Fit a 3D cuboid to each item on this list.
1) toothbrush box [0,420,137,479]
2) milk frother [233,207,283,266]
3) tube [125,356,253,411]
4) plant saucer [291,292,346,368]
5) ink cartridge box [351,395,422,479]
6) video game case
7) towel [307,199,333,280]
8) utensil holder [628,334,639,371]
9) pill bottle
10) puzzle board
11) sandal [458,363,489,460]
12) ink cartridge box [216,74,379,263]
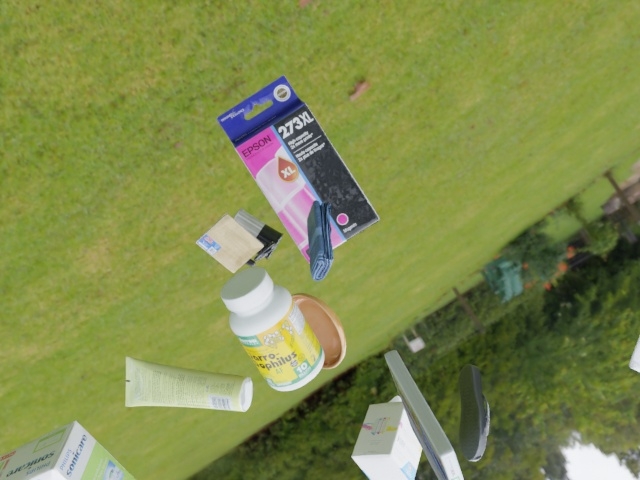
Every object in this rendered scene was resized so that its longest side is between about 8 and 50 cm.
[{"bbox_3d":[-0.462,0.503,1.279,0.206,0.283,0.122,-27,-153,16],"label":"toothbrush box"},{"bbox_3d":[-0.179,-0.010,1.788,0.129,0.134,0.143,-60,-178,-24],"label":"milk frother"},{"bbox_3d":[-0.241,0.260,1.213,0.240,0.070,0.062,1,142,15],"label":"tube"},{"bbox_3d":[-0.011,0.212,1.631,0.037,0.200,0.200,-31,171,-39],"label":"plant saucer"},{"bbox_3d":[0.138,0.384,1.321,0.090,0.092,0.143,-16,-150,35],"label":"ink cartridge box"},{"bbox_3d":[0.166,0.297,1.029,0.023,0.212,0.193,-24,125,-3],"label":"video game case"},{"bbox_3d":[0.000,0.000,1.080,0.029,0.119,0.067,5,144,-15],"label":"towel"},{"bbox_3d":[0.651,0.085,0.881,0.327,0.385,0.328,-41,141,-45],"label":"utensil holder"},{"bbox_3d":[-0.085,0.151,1.184,0.117,0.208,0.118,-21,-151,12],"label":"pill bottle"},{"bbox_3d":[-0.202,0.006,1.521,0.096,0.011,0.128,-41,126,7],"label":"puzzle board"},{"bbox_3d":[0.389,0.422,1.691,0.054,0.254,0.097,20,137,-12],"label":"sandal"},{"bbox_3d":[-0.049,-0.151,1.421,0.175,0.371,0.069,-33,178,-1],"label":"ink cartridge box"}]
